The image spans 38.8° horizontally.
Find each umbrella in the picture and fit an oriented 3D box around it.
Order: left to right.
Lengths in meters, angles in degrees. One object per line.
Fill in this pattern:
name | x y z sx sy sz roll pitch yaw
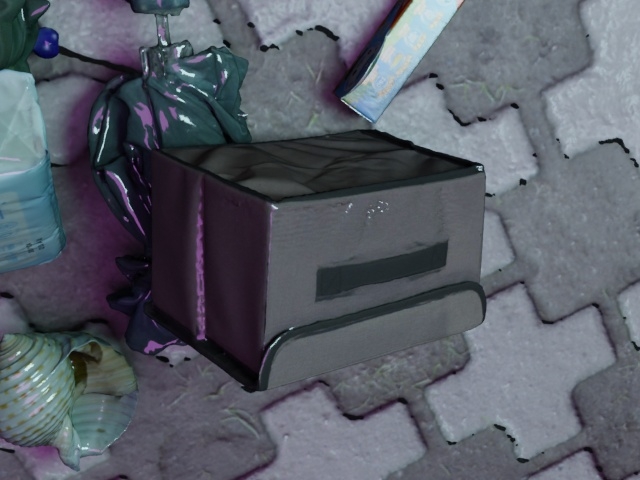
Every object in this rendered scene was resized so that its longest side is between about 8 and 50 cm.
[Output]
umbrella | -0.131 -0.065 0.818 0.143 0.094 0.348 -18 117 -29

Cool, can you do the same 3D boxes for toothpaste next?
toothpaste | 0.089 -0.197 0.828 0.044 0.070 0.193 34 99 -17

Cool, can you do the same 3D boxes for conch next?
conch | -0.249 0.137 0.860 0.135 0.102 0.153 -33 144 -10

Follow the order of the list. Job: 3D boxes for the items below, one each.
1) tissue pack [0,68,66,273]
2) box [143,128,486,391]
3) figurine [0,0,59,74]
tissue pack | -0.287 -0.031 0.675 0.177 0.263 0.089 -13 81 -16
box | 0.000 0.000 0.767 0.252 0.188 0.153 -10 112 -37
figurine | -0.396 -0.169 0.682 0.382 0.186 0.261 7 131 -15
